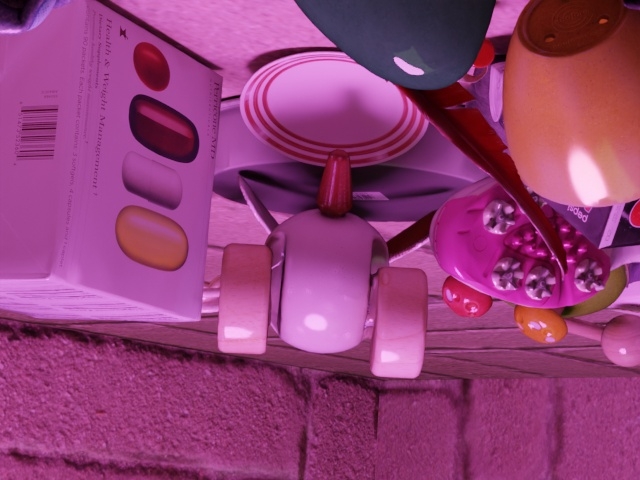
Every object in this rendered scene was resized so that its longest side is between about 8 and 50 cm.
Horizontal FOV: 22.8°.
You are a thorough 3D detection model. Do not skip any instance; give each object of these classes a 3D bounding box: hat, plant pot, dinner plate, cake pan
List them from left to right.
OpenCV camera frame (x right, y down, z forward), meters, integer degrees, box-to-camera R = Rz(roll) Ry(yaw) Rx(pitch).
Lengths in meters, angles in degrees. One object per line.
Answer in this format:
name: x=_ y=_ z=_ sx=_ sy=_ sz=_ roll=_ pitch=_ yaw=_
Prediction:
dinner plate: x=0.011 y=-0.100 z=1.182 sx=0.141 sy=0.017 sz=0.141 roll=4 pitch=149 yaw=2
cake pan: x=0.030 y=-0.065 z=1.367 sx=0.293 sy=0.054 sz=0.293 roll=3 pitch=170 yaw=1
hat: x=0.039 y=-0.088 z=0.844 sx=0.208 sy=0.183 sz=0.173 roll=3 pitch=170 yaw=3
plant pot: x=0.164 y=-0.101 z=0.949 sx=0.134 sy=0.134 sz=0.095 roll=-1 pitch=141 yaw=27

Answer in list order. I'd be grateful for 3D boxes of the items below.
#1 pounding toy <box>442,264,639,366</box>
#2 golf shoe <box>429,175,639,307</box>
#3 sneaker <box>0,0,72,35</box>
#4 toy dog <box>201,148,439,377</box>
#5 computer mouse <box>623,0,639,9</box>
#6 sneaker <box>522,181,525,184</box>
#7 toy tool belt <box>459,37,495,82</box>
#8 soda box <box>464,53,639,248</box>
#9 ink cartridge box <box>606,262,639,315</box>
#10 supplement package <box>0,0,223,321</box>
pounding toy: x=0.205 y=0.058 z=1.552 sx=0.183 sy=0.110 sz=0.237 roll=10 pitch=148 yaw=44
golf shoe: x=0.189 y=-0.018 z=1.282 sx=0.306 sy=0.115 sz=0.140 roll=-9 pitch=-167 yaw=-37
sneaker: x=-0.155 y=-0.151 z=0.727 sx=0.104 sy=0.125 sz=0.262 roll=6 pitch=170 yaw=-12
toy dog: x=0.000 y=0.000 z=1.266 sx=0.220 sy=0.161 sz=0.334 roll=6 pitch=-173 yaw=-21
computer mouse: x=0.240 y=-0.144 z=0.776 sx=0.188 sy=0.072 sz=0.272 roll=4 pitch=170 yaw=4
sneaker: x=0.208 y=-0.085 z=1.105 sx=0.100 sy=0.108 sz=0.271 roll=-11 pitch=-166 yaw=-28
toy tool belt: x=0.067 y=-0.132 z=1.012 sx=0.083 sy=0.052 sz=0.051 roll=9 pitch=-159 yaw=-10
soda box: x=0.161 y=-0.062 z=1.041 sx=0.053 sy=0.060 sz=0.169 roll=-6 pitch=-146 yaw=-30
ink cartridge box: x=0.403 y=0.021 z=1.577 sx=0.172 sy=0.100 sz=0.237 roll=10 pitch=169 yaw=-27
supplement package: x=-0.185 y=-0.050 z=1.118 sx=0.149 sy=0.194 sz=0.203 roll=0 pitch=170 yaw=24
